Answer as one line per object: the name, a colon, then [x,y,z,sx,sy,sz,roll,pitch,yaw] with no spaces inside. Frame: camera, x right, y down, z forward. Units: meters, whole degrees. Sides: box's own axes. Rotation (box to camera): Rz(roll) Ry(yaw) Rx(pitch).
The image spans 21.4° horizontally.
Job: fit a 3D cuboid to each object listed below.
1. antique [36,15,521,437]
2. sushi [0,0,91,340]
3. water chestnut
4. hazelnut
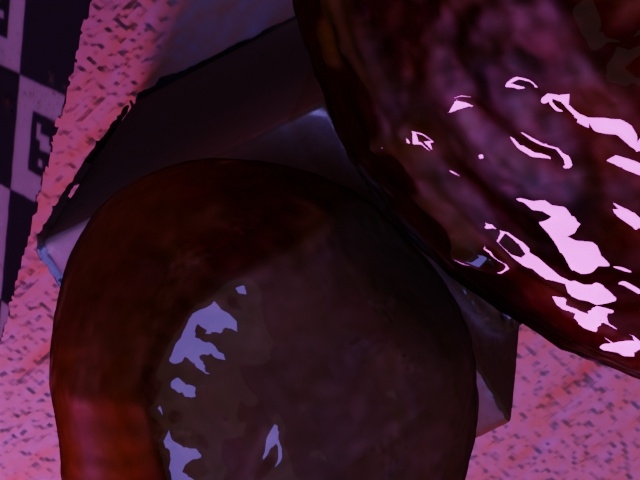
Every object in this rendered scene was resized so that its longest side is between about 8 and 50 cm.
antique: [0.000,0.000,0.661,0.148,0.152,0.146,-26,109,19]
sushi: [-0.174,-0.054,0.646,0.043,0.192,0.279,-7,128,-40]
water chestnut: [0.151,-0.103,0.534,0.350,0.302,0.350,0,81,-2]
hazelnut: [-0.023,0.049,0.539,0.143,0.143,0.154,-20,101,15]
